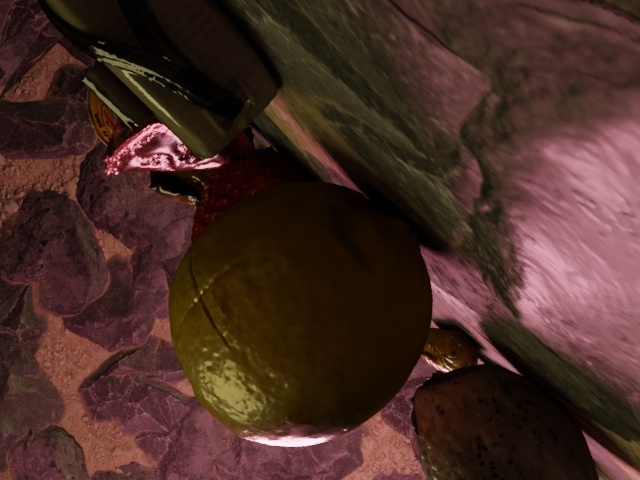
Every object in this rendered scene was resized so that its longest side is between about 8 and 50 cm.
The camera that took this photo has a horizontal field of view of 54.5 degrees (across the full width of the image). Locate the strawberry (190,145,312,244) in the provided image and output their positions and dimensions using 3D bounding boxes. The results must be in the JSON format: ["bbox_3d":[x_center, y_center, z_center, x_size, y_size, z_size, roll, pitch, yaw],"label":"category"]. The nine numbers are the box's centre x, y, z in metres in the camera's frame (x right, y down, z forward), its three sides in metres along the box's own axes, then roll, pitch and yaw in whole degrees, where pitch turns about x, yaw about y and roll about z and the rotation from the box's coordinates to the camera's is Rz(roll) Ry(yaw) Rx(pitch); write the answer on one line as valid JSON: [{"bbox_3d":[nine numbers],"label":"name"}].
[{"bbox_3d":[-0.099,0.013,1.003,0.250,0.288,0.238,20,156,26],"label":"strawberry"}]

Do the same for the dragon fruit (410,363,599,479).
[{"bbox_3d":[0.260,0.280,0.868,0.221,0.204,0.283,72,-163,5],"label":"dragon fruit"}]

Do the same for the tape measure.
[{"bbox_3d":[-0.176,-0.198,0.591,0.271,0.133,0.231,47,177,-12],"label":"tape measure"}]

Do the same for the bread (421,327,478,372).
[{"bbox_3d":[0.240,0.214,1.215,0.077,0.084,0.367,4,173,2],"label":"bread"}]

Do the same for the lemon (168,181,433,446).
[{"bbox_3d":[-0.021,0.078,0.695,0.297,0.297,0.297,44,177,3],"label":"lemon"}]

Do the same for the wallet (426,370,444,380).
[{"bbox_3d":[0.301,0.326,1.159,0.169,0.044,0.317,67,164,5],"label":"wallet"}]

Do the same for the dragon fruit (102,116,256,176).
[{"bbox_3d":[-0.222,-0.208,1.011,0.211,0.262,0.134,134,128,-62],"label":"dragon fruit"}]

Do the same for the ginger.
[{"bbox_3d":[-0.263,-0.172,1.463,0.269,0.223,0.200,24,180,-5],"label":"ginger"}]

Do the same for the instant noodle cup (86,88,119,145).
[{"bbox_3d":[-0.324,-0.260,1.181,0.216,0.216,0.172,45,168,-24],"label":"instant noodle cup"}]
